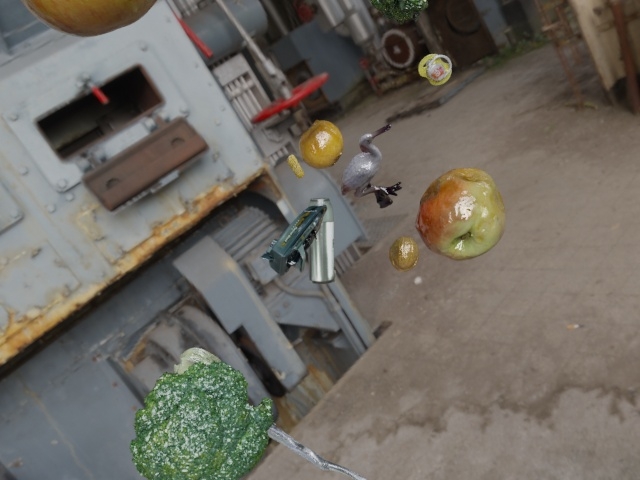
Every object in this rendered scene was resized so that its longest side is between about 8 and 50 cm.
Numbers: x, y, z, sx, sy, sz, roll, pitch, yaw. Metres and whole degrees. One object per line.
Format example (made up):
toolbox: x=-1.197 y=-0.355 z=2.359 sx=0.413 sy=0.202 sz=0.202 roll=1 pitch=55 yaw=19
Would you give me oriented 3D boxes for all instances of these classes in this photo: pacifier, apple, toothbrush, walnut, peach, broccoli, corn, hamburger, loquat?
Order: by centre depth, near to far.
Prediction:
broccoli: x=0.146 y=-0.481 z=1.070 sx=0.156 sy=0.195 sz=0.195 roll=-4 pitch=27 yaw=23
broccoli: x=-0.233 y=0.366 z=1.171 sx=0.269 sy=0.261 sz=0.241 roll=-61 pitch=17 yaw=4
pacifier: x=0.261 y=-0.398 z=1.372 sx=0.068 sy=0.083 sz=0.064 roll=-48 pitch=31 yaw=25
toothbrush: x=-0.032 y=0.506 z=1.434 sx=0.413 sy=0.035 sz=0.042 roll=25 pitch=38 yaw=22
peach: x=0.345 y=-0.071 z=1.453 sx=0.214 sy=0.214 sz=0.235 roll=-19 pitch=38 yaw=36
apple: x=-0.581 y=-0.699 z=1.526 sx=0.400 sy=0.333 sz=0.400 roll=-22 pitch=44 yaw=23
loquat: x=0.005 y=-0.281 z=1.776 sx=0.141 sy=0.141 sz=0.141 roll=-29 pitch=17 yaw=10
hamburger: x=-0.374 y=0.388 z=1.843 sx=0.140 sy=0.133 sz=0.062 roll=-32 pitch=30 yaw=35
walnut: x=0.287 y=0.047 z=2.064 sx=0.105 sy=0.105 sz=0.124 roll=-9 pitch=65 yaw=52
corn: x=-0.092 y=-0.273 z=2.228 sx=0.037 sy=0.092 sz=0.037 roll=-31 pitch=12 yaw=7

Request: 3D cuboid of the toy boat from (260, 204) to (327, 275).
toy boat: x=-0.045 y=-0.011 z=1.545 sx=0.246 sy=0.103 sz=0.093 roll=-53 pitch=-16 yaw=-36

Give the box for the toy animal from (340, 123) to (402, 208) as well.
toy animal: x=0.141 y=-0.227 z=1.857 sx=0.195 sy=0.324 sz=0.090 roll=-10 pitch=49 yaw=8

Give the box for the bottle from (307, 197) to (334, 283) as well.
bottle: x=0.000 y=0.000 z=1.789 sx=0.080 sy=0.253 sz=0.096 roll=-4 pitch=8 yaw=-12

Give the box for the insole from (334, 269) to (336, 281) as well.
insole: x=0.011 y=0.090 z=1.935 sx=0.010 sy=0.063 sz=0.192 roll=-14 pitch=17 yaw=-19
